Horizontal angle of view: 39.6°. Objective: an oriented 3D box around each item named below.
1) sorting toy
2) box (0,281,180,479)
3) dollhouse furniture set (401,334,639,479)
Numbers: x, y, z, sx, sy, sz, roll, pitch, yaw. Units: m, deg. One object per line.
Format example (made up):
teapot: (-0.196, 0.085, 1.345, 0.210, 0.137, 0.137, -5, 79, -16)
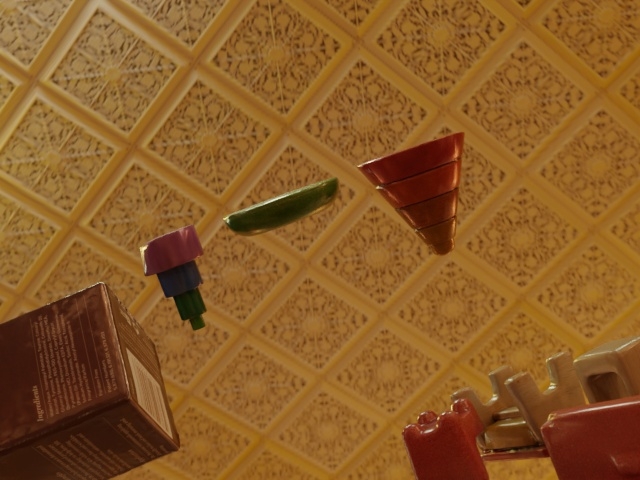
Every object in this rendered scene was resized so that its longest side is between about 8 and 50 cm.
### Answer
sorting toy: (0.000, 0.000, 0.935, 0.365, 0.127, 0.126, -21, -85, -8)
box: (-0.301, 0.187, 1.053, 0.203, 0.167, 0.168, -22, -35, -1)
dollhouse furniture set: (0.209, 0.172, 0.664, 0.201, 0.374, 0.152, -20, -96, -30)
